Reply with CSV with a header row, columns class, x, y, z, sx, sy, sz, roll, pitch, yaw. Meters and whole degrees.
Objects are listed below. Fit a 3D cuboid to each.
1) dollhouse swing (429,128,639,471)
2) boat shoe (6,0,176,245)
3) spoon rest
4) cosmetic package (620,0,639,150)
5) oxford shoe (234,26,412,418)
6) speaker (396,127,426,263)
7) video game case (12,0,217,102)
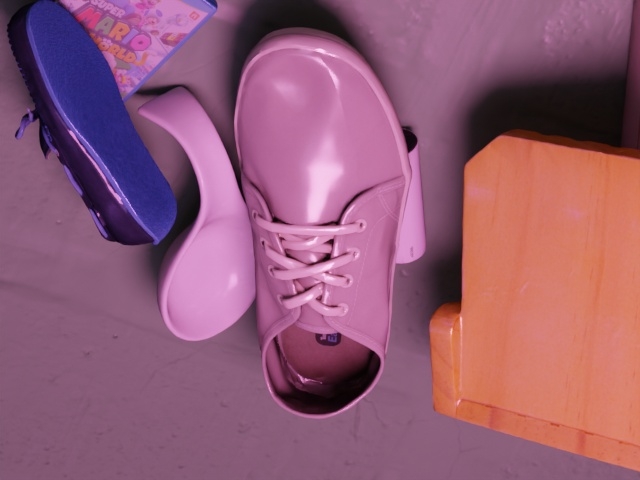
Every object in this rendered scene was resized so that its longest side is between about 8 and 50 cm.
class,x,y,z,sx,sy,sz,roll,pitch,yaw
dollhouse swing,0.321,0.058,1.809,0.347,0.315,0.304,12,99,34
boat shoe,-0.235,-0.099,1.734,0.089,0.109,0.258,-12,109,36
spoon rest,-0.117,-0.015,1.839,0.137,0.084,0.276,-32,131,-28
cosmetic package,0.375,-0.159,1.739,0.153,0.129,0.296,-4,128,-1
oxford shoe,0.000,0.000,1.792,0.169,0.130,0.449,5,128,10
speaker,0.076,-0.045,1.856,0.055,0.055,0.136,-6,127,2
video game case,-0.196,-0.202,1.749,0.119,0.015,0.166,36,117,-25
